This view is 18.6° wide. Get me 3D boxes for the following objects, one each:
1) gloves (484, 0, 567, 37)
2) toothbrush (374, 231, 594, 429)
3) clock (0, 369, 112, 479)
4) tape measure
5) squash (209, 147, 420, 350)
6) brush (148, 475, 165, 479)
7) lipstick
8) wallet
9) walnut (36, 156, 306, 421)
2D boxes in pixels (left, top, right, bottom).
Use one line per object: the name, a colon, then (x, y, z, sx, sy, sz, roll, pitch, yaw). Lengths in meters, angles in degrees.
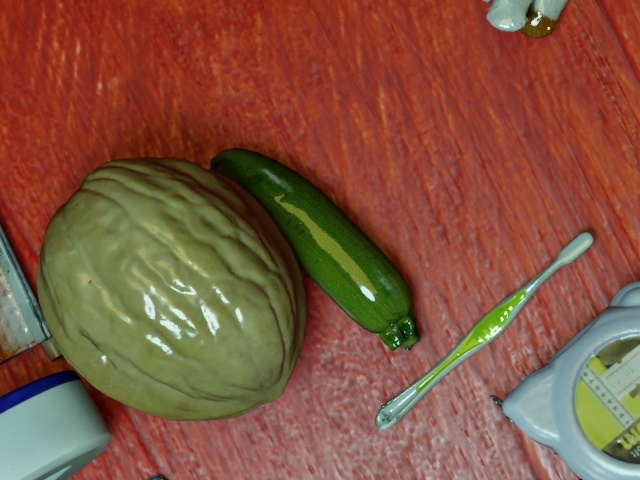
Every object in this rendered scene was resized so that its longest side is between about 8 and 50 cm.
gloves: (0.193, -0.297, 1.764, 0.140, 0.131, 0.218, -1, 116, 6)
toothbrush: (0.148, 0.082, 1.778, 0.263, 0.026, 0.022, -41, 74, 4)
clock: (-0.298, 0.206, 1.740, 0.230, 0.230, 0.083, -33, 81, 6)
tape measure: (0.278, 0.147, 1.718, 0.196, 0.105, 0.178, -38, 74, 3)
squash: (0.000, 0.000, 1.790, 0.258, 0.069, 0.069, 42, 93, 10)
brush: (-0.128, 0.316, 1.812, 0.070, 0.021, 0.196, -28, 84, 6)
lipstick: (-0.270, 0.071, 1.853, 0.019, 0.019, 0.094, -30, 82, 6)
wallet: (-0.335, 0.025, 1.856, 0.103, 0.020, 0.196, -28, 84, 26)
walnut: (-0.128, 0.047, 1.730, 0.225, 0.225, 0.261, -45, 83, 4)
